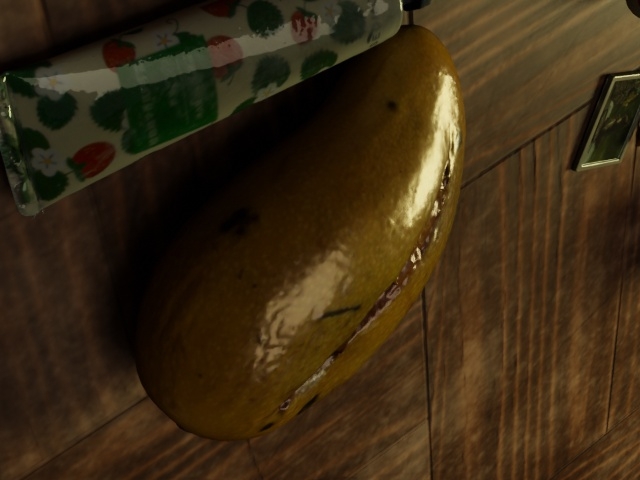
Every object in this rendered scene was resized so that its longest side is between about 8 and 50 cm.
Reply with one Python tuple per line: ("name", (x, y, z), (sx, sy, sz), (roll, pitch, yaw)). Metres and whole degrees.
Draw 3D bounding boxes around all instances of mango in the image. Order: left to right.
("mango", (0.003, 0.004, 0.894), (0.295, 0.120, 0.177), (-48, 146, -5))

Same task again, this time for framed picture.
("framed picture", (0.244, -0.099, 1.166), (0.066, 0.007, 0.089), (-12, 129, -42))

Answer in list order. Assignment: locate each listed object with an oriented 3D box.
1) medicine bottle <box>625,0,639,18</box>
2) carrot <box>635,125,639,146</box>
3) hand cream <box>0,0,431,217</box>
("medicine bottle", (0.244, -0.208, 1.026), (0.058, 0.058, 0.091), (-46, 144, -8))
("carrot", (0.319, -0.143, 1.186), (0.165, 0.036, 0.036), (-54, 144, 5))
("hand cream", (-0.056, -0.104, 0.796), (0.276, 0.059, 0.095), (-28, 137, -23))
